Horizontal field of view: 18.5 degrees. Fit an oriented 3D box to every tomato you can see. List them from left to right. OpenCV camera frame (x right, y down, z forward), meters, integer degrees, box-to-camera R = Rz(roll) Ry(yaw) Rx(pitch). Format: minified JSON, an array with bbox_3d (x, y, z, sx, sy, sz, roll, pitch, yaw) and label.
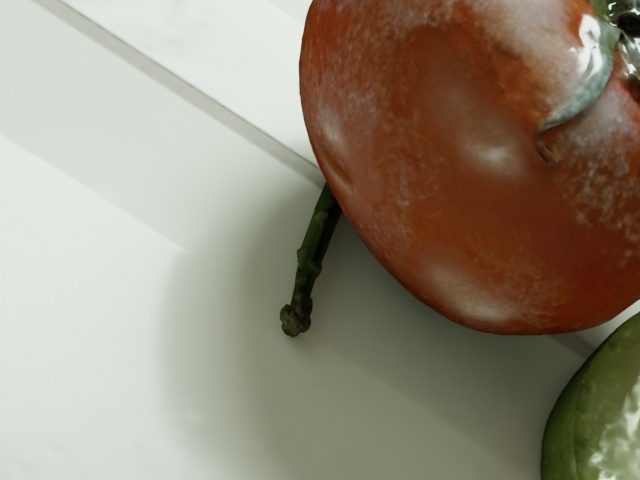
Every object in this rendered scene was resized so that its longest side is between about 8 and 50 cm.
[{"bbox_3d":[0.094,-0.066,0.937,0.232,0.188,0.232,17,51,-22],"label":"tomato"}]

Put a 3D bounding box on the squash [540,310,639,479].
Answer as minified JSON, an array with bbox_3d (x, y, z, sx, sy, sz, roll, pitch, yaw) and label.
[{"bbox_3d":[0.225,0.125,0.932,0.252,0.049,0.252,12,48,-13],"label":"squash"}]

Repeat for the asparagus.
[{"bbox_3d":[0.000,0.000,0.952,0.018,0.015,0.127,25,44,-5],"label":"asparagus"}]
